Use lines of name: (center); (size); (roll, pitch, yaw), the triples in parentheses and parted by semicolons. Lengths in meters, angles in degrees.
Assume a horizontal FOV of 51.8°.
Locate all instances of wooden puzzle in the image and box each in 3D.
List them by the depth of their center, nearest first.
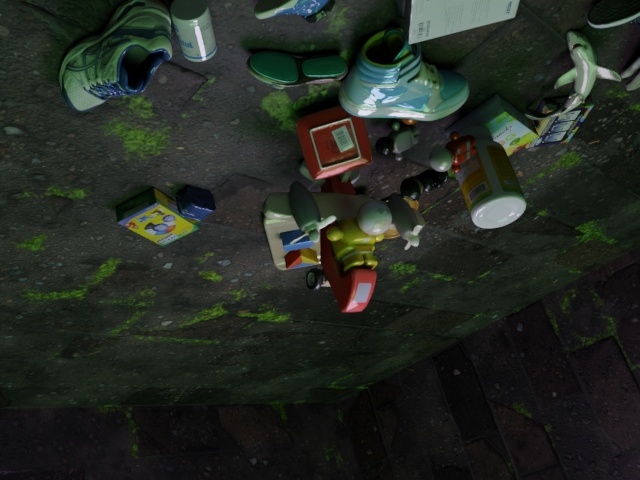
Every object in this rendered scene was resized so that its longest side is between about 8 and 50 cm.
wooden puzzle: (0.000, 0.000, 2.051); (0.321, 0.081, 0.348); (-10, 152, -2)

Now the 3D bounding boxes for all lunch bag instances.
lunch bag: (-0.331, -0.094, 1.721); (0.065, 0.067, 0.098); (-36, 147, 32)

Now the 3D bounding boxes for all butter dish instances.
butter dish: (0.031, -0.248, 1.595); (0.159, 0.118, 0.160); (-16, 112, 3)

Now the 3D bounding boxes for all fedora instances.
fedora: (0.231, -0.061, 2.094); (0.194, 0.079, 0.194); (-14, 153, -7)

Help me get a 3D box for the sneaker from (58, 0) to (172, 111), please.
sneaker: (-0.383, -0.312, 1.209); (0.296, 0.131, 0.111); (-34, 151, 33)

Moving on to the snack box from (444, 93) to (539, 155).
snack box: (0.469, -0.292, 1.802); (0.174, 0.070, 0.207); (-35, 146, 32)

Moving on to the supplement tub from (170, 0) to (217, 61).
supplement tub: (-0.232, -0.389, 1.213); (0.070, 0.071, 0.107); (-14, 153, -5)

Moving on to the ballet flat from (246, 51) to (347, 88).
ballet flat: (-0.053, -0.354, 1.394); (0.221, 0.077, 0.079); (-7, 171, -20)

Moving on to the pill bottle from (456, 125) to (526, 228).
pill bottle: (0.417, -0.166, 1.670); (0.136, 0.246, 0.136); (-8, 148, -5)

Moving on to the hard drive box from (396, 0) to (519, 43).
hard drive box: (0.271, -0.498, 1.273); (0.232, 0.089, 0.181); (-14, 153, -4)

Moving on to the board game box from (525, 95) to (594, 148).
board game box: (0.663, -0.335, 1.856); (0.141, 0.048, 0.170); (-8, 153, -12)

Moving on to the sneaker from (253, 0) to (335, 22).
sneaker: (-0.044, -0.436, 1.244); (0.152, 0.058, 0.085); (-26, 144, 4)

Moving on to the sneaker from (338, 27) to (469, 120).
sneaker: (0.212, -0.369, 1.447); (0.318, 0.127, 0.208); (-8, 153, -18)

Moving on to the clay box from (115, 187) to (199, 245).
clay box: (-0.423, -0.053, 1.762); (0.127, 0.053, 0.222); (-25, 151, 16)

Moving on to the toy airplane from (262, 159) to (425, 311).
toy airplane: (0.082, -0.064, 1.686); (0.386, 0.384, 0.272); (-49, -162, -31)

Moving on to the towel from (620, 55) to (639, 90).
towel: (0.921, -0.489, 1.626); (0.312, 0.056, 0.324); (-25, 173, 11)

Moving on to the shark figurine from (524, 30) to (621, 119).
shark figurine: (0.643, -0.401, 1.673); (0.166, 0.116, 0.278); (20, 140, 2)

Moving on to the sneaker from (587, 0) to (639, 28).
sneaker: (0.727, -0.507, 1.521); (0.226, 0.086, 0.163); (-22, 151, 8)

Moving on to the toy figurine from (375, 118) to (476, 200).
toy figurine: (0.249, -0.228, 1.624); (0.148, 0.210, 0.213); (-27, 169, -34)
